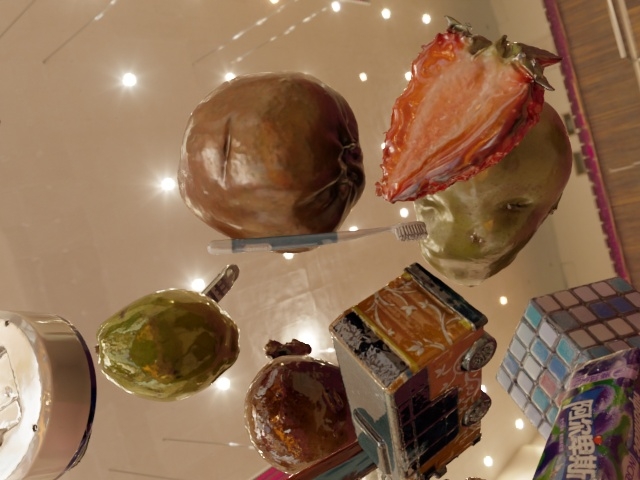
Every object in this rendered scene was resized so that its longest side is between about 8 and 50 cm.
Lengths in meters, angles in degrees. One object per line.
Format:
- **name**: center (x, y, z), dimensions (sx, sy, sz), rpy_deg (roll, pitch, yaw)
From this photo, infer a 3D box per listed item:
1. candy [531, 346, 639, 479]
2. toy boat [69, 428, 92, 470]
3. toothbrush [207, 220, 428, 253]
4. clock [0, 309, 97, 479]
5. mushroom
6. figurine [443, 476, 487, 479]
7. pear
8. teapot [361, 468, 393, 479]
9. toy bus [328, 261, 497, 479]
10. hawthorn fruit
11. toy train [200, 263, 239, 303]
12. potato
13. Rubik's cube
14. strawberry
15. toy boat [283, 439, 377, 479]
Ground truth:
- **candy**: center (0.262, 0.221, 0.575), dimensions (0.061, 0.088, 0.312), rpy_deg (51, -133, -2)
- **toy boat**: center (-0.402, 0.336, 0.974), dimensions (0.038, 0.038, 0.083), rpy_deg (29, -118, -41)
- **toothbrush**: center (0.000, 0.000, 0.731), dimensions (0.019, 0.276, 0.025), rpy_deg (93, 168, -45)
- **clock**: center (-0.400, 0.206, 0.763), dimensions (0.083, 0.231, 0.230), rpy_deg (17, -113, -62)
- **mushroom**: center (-0.073, 0.445, 1.602), dimensions (0.331, 0.357, 0.333), rpy_deg (18, -100, -49)
- **figurine**: center (0.371, 0.567, 1.105), dimensions (0.185, 0.332, 0.204), rpy_deg (-39, -73, -41)
- **pear**: center (-0.287, 0.198, 1.125), dimensions (0.269, 0.212, 0.212), rpy_deg (1, -101, -28)
- **teapot**: center (0.166, 0.596, 1.401), dimensions (0.164, 0.222, 0.178), rpy_deg (12, -106, -26)
- **toy bus**: center (0.140, 0.217, 0.892), dimensions (0.194, 0.162, 0.323), rpy_deg (-30, -45, -19)
- **hawthorn fruit**: center (-0.088, -0.116, 0.889), dimensions (0.268, 0.301, 0.267), rpy_deg (-24, -63, -60)
- **toy train**: center (-0.283, 0.126, 1.699), dimensions (0.052, 0.051, 0.234), rpy_deg (56, -147, -12)
- **potato**: center (0.247, -0.066, 0.905), dimensions (0.218, 0.202, 0.350), rpy_deg (-25, -45, -19)
- **Rubik's cube**: center (0.628, 0.292, 1.349), dimensions (0.293, 0.292, 0.286), rpy_deg (-12, -48, -23)
- **strawberry**: center (0.172, -0.130, 0.699), dimensions (0.098, 0.175, 0.228), rpy_deg (19, -84, -60)
- **toy boat**: center (-0.064, 0.451, 1.027), dimensions (0.392, 0.136, 0.079), rpy_deg (-22, -117, -24)
